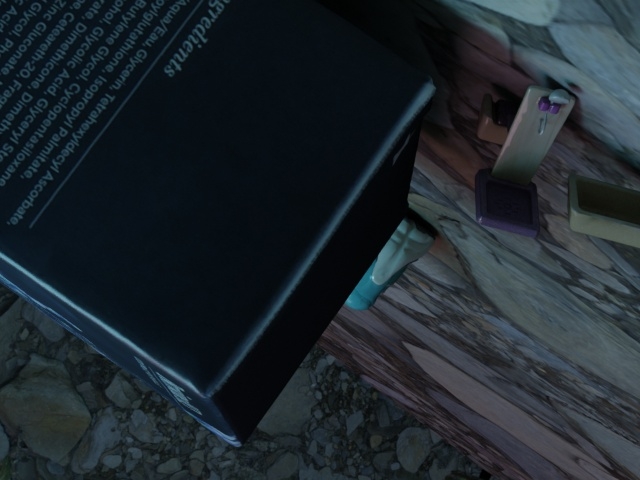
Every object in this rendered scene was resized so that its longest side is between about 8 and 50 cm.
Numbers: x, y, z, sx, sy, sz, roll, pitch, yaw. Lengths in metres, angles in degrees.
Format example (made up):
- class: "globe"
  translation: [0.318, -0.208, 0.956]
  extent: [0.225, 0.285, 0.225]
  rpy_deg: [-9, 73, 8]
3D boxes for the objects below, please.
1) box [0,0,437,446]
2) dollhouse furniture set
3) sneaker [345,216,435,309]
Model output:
- class: "box"
  translation: [-0.155, -0.078, 0.899]
  extent: [0.395, 0.212, 0.293]
  rpy_deg: [33, 169, 8]
- class: "dollhouse furniture set"
  translation: [0.151, -0.054, 0.802]
  extent: [0.114, 0.091, 0.081]
  rpy_deg: [14, 133, -8]
- class: "sneaker"
  translation: [0.000, 0.000, 1.403]
  extent: [0.107, 0.110, 0.275]
  rpy_deg: [38, 173, -22]
